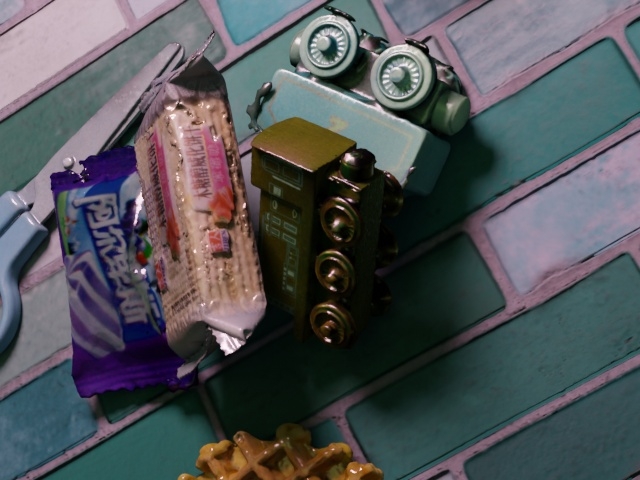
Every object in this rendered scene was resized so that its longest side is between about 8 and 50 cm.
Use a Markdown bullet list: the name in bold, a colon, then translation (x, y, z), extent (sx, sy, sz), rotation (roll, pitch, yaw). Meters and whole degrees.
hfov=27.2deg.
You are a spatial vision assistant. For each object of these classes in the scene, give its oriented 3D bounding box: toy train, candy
- **toy train**: translation (0.042, -0.130, 1.324), extent (0.203, 0.112, 0.163), rotation (26, 95, 25)
- **candy**: translation (-0.212, 0.034, 1.405), extent (0.145, 0.070, 0.275), rotation (-13, 78, 16)
- **toy train**: translation (0.000, 0.000, 1.267), extent (0.137, 0.090, 0.226), rotation (26, 130, 27)

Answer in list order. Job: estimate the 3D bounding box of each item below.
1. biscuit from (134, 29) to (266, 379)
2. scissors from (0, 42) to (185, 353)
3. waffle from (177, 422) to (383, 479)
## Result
- **biscuit**: translation (-0.124, -0.028, 1.302), extent (0.079, 0.186, 0.309), rotation (-6, 79, -26)
- **scissors**: translation (-0.307, -0.056, 1.484), extent (0.447, 0.029, 0.192), rotation (-46, 67, 7)
- **waffle**: translation (-0.039, 0.307, 1.289), extent (0.253, 0.056, 0.249), rotation (19, 86, 22)
